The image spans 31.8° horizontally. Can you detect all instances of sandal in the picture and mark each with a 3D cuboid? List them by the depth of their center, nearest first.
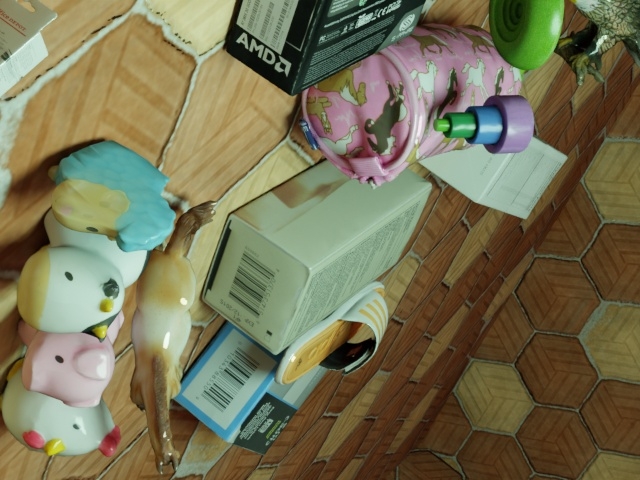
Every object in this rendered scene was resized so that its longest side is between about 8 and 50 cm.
[{"bbox_3d":[0.031,0.143,1.510,0.265,0.076,0.102,-33,152,-54],"label":"sandal"}]

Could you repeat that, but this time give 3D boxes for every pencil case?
[{"bbox_3d":[0.126,-0.177,1.390,0.167,0.160,0.386,-48,168,29],"label":"pencil case"}]

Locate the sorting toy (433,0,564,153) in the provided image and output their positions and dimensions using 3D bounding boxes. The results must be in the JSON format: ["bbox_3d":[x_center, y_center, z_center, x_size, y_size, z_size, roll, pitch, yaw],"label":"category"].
[{"bbox_3d":[0.175,-0.266,1.179,0.126,0.127,0.366,-3,113,-21],"label":"sorting toy"}]

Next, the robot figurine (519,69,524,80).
[{"bbox_3d":[0.290,-0.277,1.784,0.115,0.067,0.101,-59,156,14],"label":"robot figurine"}]

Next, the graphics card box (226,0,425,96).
[{"bbox_3d":[0.056,-0.331,1.020,0.233,0.094,0.371,-37,155,-46],"label":"graphics card box"}]

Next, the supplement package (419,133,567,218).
[{"bbox_3d":[0.291,-0.137,1.878,0.139,0.134,0.244,-57,153,11],"label":"supplement package"}]

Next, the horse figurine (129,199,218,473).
[{"bbox_3d":[-0.154,0.084,1.122,0.174,0.066,0.263,172,-73,-85],"label":"horse figurine"}]

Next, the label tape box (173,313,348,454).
[{"bbox_3d":[-0.059,0.184,1.662,0.249,0.115,0.348,-53,161,-6],"label":"label tape box"}]

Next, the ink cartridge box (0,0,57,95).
[{"bbox_3d":[-0.218,-0.129,0.751,0.083,0.048,0.028,-47,162,-21],"label":"ink cartridge box"}]

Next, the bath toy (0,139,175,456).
[{"bbox_3d":[-0.218,0.083,1.026,0.151,0.129,0.348,-36,156,-47],"label":"bath toy"}]

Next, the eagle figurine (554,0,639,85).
[{"bbox_3d":[0.457,-0.392,1.733,0.225,0.226,0.298,-34,154,-58],"label":"eagle figurine"}]

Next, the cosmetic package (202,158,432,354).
[{"bbox_3d":[0.000,0.000,1.442,0.296,0.129,0.153,-32,151,-50],"label":"cosmetic package"}]
